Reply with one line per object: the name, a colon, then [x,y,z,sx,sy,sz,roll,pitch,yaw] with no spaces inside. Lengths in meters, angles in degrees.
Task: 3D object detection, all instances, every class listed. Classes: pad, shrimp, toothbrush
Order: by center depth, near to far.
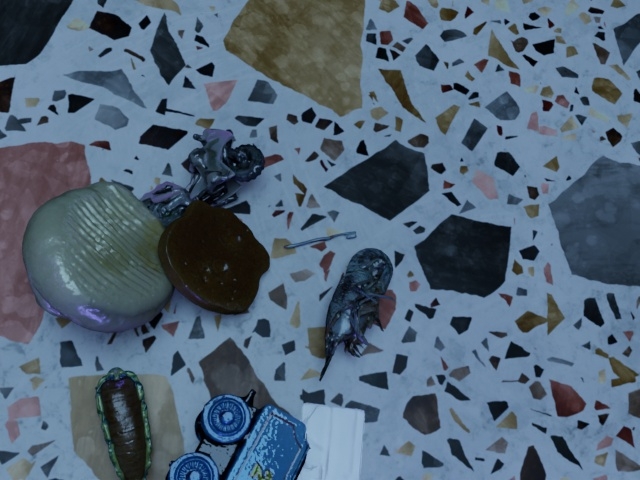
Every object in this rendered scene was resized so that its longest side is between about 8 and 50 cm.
pad: [0.021,0.498,1.852,0.156,0.004,0.232,9,68,-6]
shrimp: [0.091,0.168,1.904,0.137,0.172,0.372,19,60,-7]
toothbrush: [0.000,0.000,2.038,0.193,0.013,0.019,-10,79,-13]

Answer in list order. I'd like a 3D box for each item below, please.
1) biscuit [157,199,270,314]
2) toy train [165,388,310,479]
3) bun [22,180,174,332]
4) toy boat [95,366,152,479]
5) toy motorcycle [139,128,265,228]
biscuit: [-0.253,0.042,1.896,0.273,0.049,0.257,43,49,-23]
toy train: [-0.178,0.487,1.735,0.265,0.188,0.300,30,64,-2]
bun: [-0.509,0.056,1.810,0.365,0.219,0.365,27,46,-31]
toy boat: [-0.426,0.428,1.763,0.108,0.099,0.293,-13,64,-12]
toy motorcycle: [-0.304,-0.160,1.995,0.327,0.143,0.188,-34,68,-4]
